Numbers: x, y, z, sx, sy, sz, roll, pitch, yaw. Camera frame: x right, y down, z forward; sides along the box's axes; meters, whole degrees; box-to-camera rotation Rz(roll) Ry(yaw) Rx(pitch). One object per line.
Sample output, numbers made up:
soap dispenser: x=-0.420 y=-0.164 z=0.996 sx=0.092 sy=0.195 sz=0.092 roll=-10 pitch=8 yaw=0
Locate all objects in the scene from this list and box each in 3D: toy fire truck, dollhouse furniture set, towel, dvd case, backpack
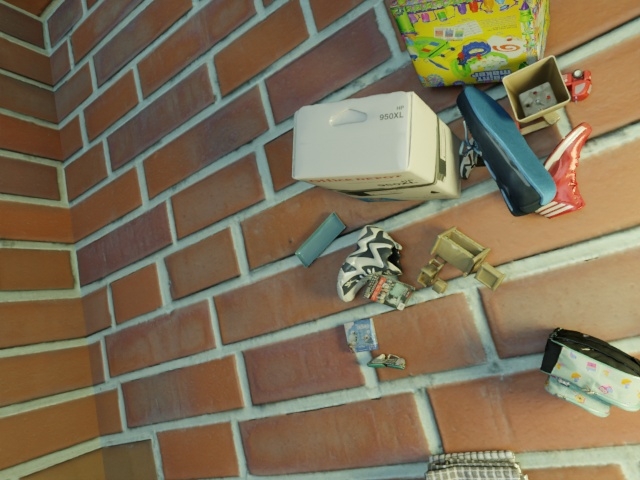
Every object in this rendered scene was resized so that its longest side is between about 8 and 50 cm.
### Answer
toy fire truck: x=0.536 y=-0.321 z=1.044 sx=0.192 sy=0.047 sz=0.135 roll=0 pitch=87 yaw=31
dollhouse furniture set: x=0.366 y=0.084 z=1.117 sx=0.182 sy=0.101 sz=0.161 roll=39 pitch=131 yaw=27
towel: x=0.384 y=0.659 z=1.030 sx=0.235 sy=0.121 sz=0.284 roll=-17 pitch=78 yaw=29
dvd case: x=0.187 y=0.142 z=1.198 sx=0.119 sy=0.013 sz=0.087 roll=21 pitch=124 yaw=1
backpack: x=0.573 y=0.279 z=0.912 sx=0.188 sy=0.165 sz=0.145 roll=14 pitch=95 yaw=35

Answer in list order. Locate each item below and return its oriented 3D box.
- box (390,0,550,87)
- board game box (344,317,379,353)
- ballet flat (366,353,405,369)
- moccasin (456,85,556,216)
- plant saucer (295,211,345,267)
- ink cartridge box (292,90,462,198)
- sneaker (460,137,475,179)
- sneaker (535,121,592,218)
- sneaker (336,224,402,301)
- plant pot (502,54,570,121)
box: x=0.357 y=-0.521 z=1.012 sx=0.289 sy=0.279 sz=0.177 roll=8 pitch=72 yaw=31
board game box: x=0.119 y=0.280 z=1.277 sx=0.090 sy=0.020 sz=0.090 roll=-18 pitch=76 yaw=30
ballet flat: x=0.185 y=0.340 z=1.227 sx=0.114 sy=0.041 sz=0.041 roll=-6 pitch=84 yaw=31
moccasin: x=0.398 y=-0.208 z=1.020 sx=0.117 sy=0.137 sz=0.342 roll=-52 pitch=49 yaw=50
plant saucer: x=0.000 y=0.000 z=1.371 sx=0.192 sy=0.018 sz=0.067 roll=-47 pitch=65 yaw=21
ink cartridge box: x=0.154 y=-0.202 z=1.067 sx=0.285 sy=0.395 sz=0.166 roll=1 pitch=87 yaw=32
sneaker: x=0.393 y=-0.210 z=1.129 sx=0.043 sy=0.040 sz=0.109 roll=20 pitch=98 yaw=29
sneaker: x=0.573 y=-0.148 z=1.002 sx=0.128 sy=0.087 sz=0.221 roll=40 pitch=119 yaw=19
sneaker: x=0.150 y=0.089 z=1.226 sx=0.153 sy=0.094 sz=0.235 roll=29 pitch=92 yaw=38
plant pot: x=0.489 y=-0.329 z=0.987 sx=0.109 sy=0.096 sz=0.109 roll=-20 pitch=79 yaw=28
